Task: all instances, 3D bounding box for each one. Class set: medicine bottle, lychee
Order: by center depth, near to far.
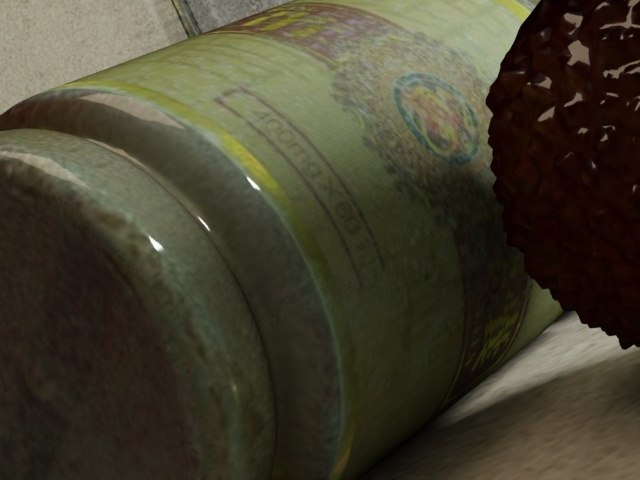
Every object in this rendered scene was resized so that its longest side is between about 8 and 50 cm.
[{"bbox_3d":[0.103,-0.022,0.431,0.123,0.123,0.129,-23,32,27],"label":"lychee"},{"bbox_3d":[0.011,-0.011,0.546,0.151,0.151,0.322,-21,6,41],"label":"medicine bottle"}]
